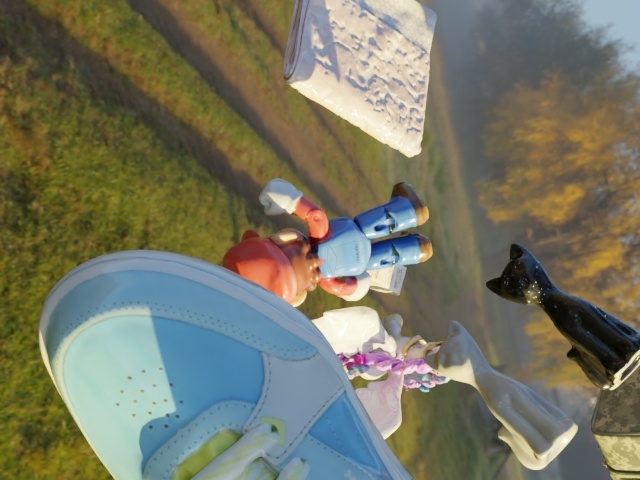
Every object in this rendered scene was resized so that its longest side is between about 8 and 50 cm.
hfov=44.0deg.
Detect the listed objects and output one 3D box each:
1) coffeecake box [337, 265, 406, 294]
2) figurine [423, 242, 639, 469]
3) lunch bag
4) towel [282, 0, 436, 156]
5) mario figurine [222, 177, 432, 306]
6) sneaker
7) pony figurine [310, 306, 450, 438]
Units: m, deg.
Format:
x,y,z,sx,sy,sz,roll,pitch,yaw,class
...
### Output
x,y,z,sx,sy,sz,roll,pitch,yaw,class
0.080,0.054,1.689,0.185,0.142,0.068,30,73,-59,coffeecake box
0.258,0.140,0.991,0.209,0.215,0.092,43,7,29,figurine
0.636,0.347,1.415,0.256,0.212,0.305,59,39,-16,lunch bag
0.086,-0.357,1.458,0.331,0.053,0.317,24,67,-37,towel
0.000,0.000,1.232,0.170,0.320,0.198,129,-55,-71,mario figurine
-0.005,0.146,0.348,0.319,0.127,0.208,47,5,-17,sneaker
0.124,0.265,1.752,0.363,0.350,0.303,-179,-105,-72,pony figurine
